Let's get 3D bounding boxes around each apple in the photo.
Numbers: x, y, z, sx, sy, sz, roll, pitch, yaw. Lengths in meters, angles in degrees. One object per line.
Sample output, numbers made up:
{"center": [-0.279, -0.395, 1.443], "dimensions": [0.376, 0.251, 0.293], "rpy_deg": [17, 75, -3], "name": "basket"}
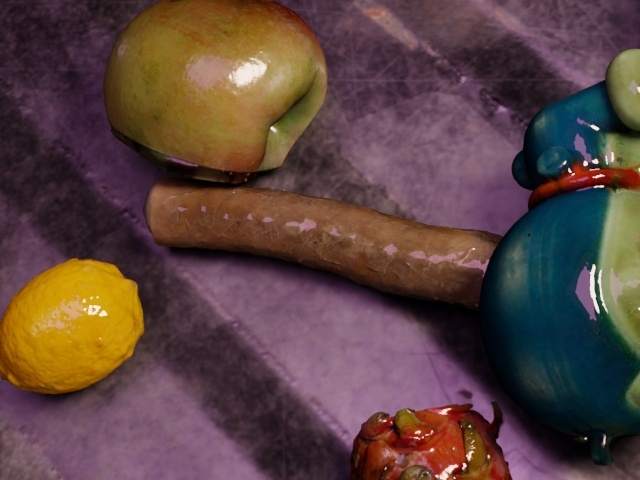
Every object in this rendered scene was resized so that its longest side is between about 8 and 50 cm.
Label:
{"center": [-0.104, -0.151, 1.196], "dimensions": [0.188, 0.174, 0.207], "rpy_deg": [34, 62, 21], "name": "apple"}

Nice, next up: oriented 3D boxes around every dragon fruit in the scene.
{"center": [0.087, 0.181, 1.040], "dimensions": [0.147, 0.096, 0.102], "rpy_deg": [-13, 60, 5], "name": "dragon fruit"}

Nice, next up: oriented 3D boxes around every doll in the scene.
{"center": [0.227, 0.022, 1.021], "dimensions": [0.186, 0.198, 0.322], "rpy_deg": [-13, 58, 36], "name": "doll"}

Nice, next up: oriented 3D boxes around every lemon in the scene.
{"center": [-0.230, 0.081, 1.149], "dimensions": [0.155, 0.114, 0.114], "rpy_deg": [-31, 63, 11], "name": "lemon"}

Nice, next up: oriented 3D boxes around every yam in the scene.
{"center": [0.000, 0.000, 1.152], "dimensions": [0.356, 0.081, 0.081], "rpy_deg": [9, 69, 18], "name": "yam"}
